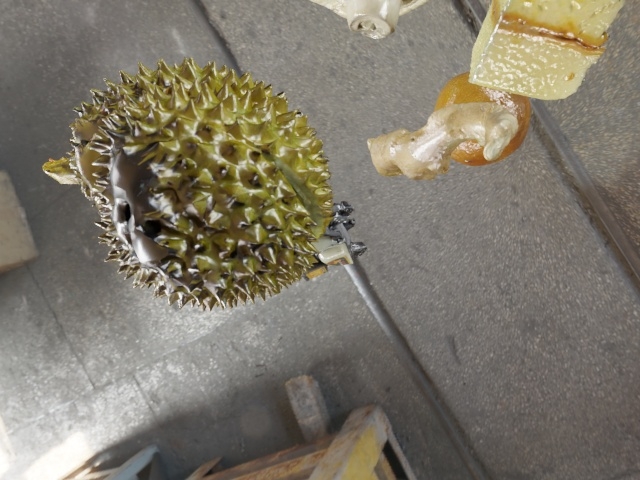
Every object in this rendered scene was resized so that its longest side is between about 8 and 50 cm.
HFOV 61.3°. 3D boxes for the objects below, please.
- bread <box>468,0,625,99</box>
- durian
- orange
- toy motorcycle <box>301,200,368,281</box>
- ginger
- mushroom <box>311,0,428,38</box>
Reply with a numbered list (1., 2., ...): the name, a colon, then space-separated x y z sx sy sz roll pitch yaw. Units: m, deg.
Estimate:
1. bread: 0.366 -0.354 0.871 0.178 0.135 0.240 16 139 2
2. durian: -0.110 -0.041 0.407 0.238 0.137 0.193 2 105 4
3. orange: 0.417 -0.325 1.415 0.265 0.264 0.263 3 100 20
4. toy motorcycle: 0.000 0.000 1.000 0.157 0.263 0.090 -24 71 3
5. ginger: 0.138 -0.112 0.660 0.075 0.288 0.089 -39 107 -20
6. mushroom: 0.075 -0.406 0.775 0.260 0.254 0.234 -18 65 43
